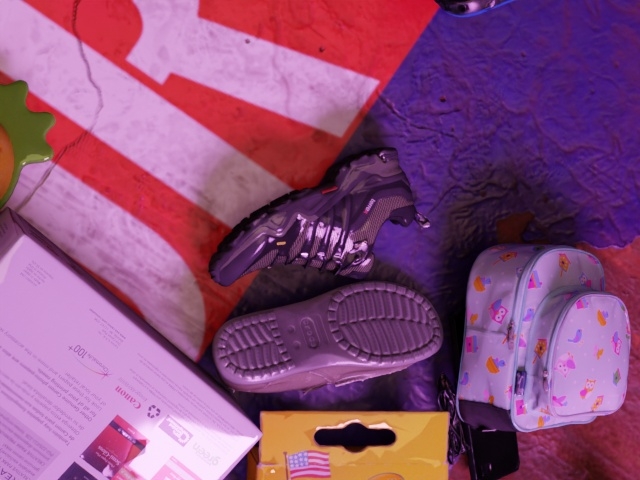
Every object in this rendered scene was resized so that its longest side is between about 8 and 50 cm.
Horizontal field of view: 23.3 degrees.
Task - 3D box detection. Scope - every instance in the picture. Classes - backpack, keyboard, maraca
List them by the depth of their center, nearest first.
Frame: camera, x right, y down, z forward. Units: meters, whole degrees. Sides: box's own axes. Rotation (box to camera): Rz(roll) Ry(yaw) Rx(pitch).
[{"bbox_3d":[-0.339,-0.079,1.474,0.185,0.099,0.127,-39,89,-13],"label":"maraca"},{"bbox_3d":[0.224,0.094,1.561,0.165,0.144,0.189,1,85,-45],"label":"backpack"},{"bbox_3d":[0.155,0.160,1.621,0.100,0.038,0.192,-13,97,-41],"label":"keyboard"}]

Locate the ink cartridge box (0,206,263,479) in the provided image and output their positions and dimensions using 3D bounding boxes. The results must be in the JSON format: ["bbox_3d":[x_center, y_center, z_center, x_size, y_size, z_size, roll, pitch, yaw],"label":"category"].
[{"bbox_3d":[-0.264,0.174,1.470,0.309,0.130,0.272,43,87,-22],"label":"ink cartridge box"}]

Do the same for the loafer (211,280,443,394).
[{"bbox_3d":[0.003,0.102,1.570,0.251,0.087,0.094,-5,70,-21],"label":"loafer"}]

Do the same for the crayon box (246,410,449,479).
[{"bbox_3d":[0.024,0.323,1.588,0.202,0.081,0.319,2,96,-11],"label":"crayon box"}]

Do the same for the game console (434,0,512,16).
[{"bbox_3d":[0.199,-0.379,1.513,0.293,0.250,0.173,-23,126,-7],"label":"game console"}]

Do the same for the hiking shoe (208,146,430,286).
[{"bbox_3d":[0.000,0.000,1.549,0.226,0.086,0.114,-31,97,-7],"label":"hiking shoe"}]
